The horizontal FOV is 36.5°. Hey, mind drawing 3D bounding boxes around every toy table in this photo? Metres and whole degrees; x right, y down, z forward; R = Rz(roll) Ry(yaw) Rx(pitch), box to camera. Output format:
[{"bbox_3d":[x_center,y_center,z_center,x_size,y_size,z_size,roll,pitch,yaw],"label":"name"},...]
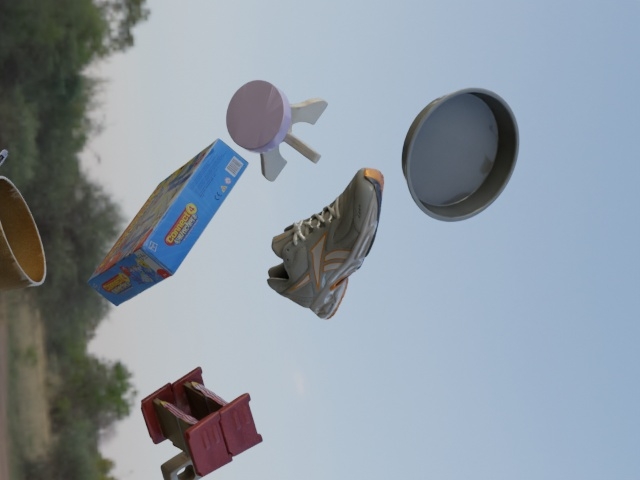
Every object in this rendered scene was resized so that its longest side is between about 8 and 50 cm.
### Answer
[{"bbox_3d":[-0.111,-0.289,2.476,0.252,0.161,0.274,-47,-141,17],"label":"toy table"}]

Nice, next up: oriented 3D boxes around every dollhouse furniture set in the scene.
[{"bbox_3d":[-0.218,0.470,1.986,0.201,0.152,0.374,19,-52,49],"label":"dollhouse furniture set"}]

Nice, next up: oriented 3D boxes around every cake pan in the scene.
[{"bbox_3d":[0.292,-0.185,2.063,0.054,0.293,0.293,35,-50,55],"label":"cake pan"}]

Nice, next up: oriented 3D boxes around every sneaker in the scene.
[{"bbox_3d":[0.000,0.000,1.316,0.099,0.121,0.262,-78,-170,-51],"label":"sneaker"}]

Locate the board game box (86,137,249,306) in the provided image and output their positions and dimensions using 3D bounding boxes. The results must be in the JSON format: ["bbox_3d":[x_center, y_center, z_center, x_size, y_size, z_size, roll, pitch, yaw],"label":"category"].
[{"bbox_3d":[-0.320,-0.034,2.019,0.302,0.086,0.308,-26,-152,53],"label":"board game box"}]

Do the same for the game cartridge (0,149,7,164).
[{"bbox_3d":[-0.624,-0.133,1.828,0.056,0.017,0.083,-27,-149,38],"label":"game cartridge"}]

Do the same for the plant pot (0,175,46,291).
[{"bbox_3d":[-0.734,0.018,1.995,0.237,0.254,0.237,162,-90,-89],"label":"plant pot"}]
